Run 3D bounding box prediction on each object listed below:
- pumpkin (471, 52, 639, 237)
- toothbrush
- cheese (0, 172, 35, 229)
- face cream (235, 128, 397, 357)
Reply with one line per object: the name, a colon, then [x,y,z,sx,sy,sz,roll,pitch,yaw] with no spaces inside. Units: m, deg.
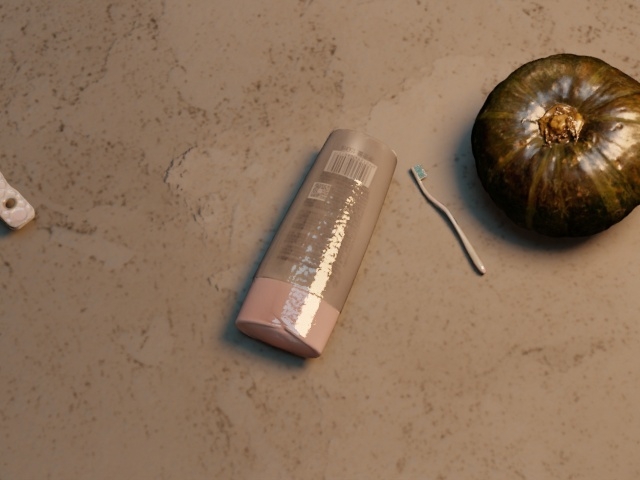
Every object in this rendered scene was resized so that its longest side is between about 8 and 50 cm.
pumpkin: [0.286,-0.108,1.462,0.224,0.157,0.223,-4,72,12]
toothbrush: [0.150,-0.025,1.497,0.017,0.014,0.162,-31,68,5]
cheese: [-0.427,-0.103,1.499,0.127,0.054,0.251,-39,72,-19]
face cream: [0.000,0.000,1.447,0.107,0.073,0.269,18,65,13]
